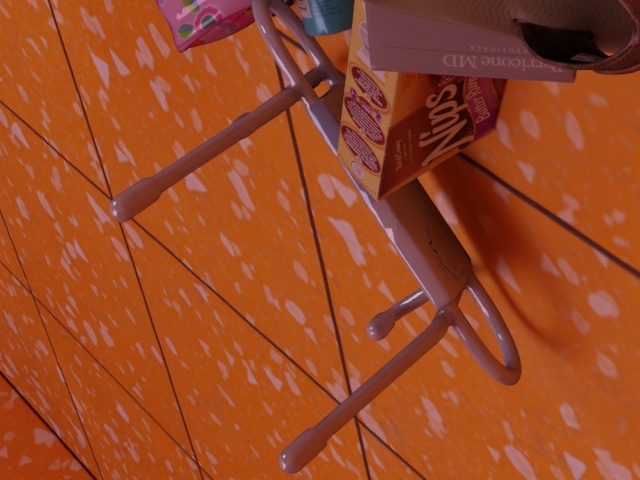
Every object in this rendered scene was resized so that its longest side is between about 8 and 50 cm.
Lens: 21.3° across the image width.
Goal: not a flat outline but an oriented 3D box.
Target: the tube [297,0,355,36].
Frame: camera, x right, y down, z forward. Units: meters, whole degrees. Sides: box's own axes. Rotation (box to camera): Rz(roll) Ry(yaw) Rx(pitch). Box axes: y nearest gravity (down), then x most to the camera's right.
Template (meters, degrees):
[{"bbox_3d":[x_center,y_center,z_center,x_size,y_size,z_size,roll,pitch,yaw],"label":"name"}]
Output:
[{"bbox_3d":[-0.014,-0.251,1.223,0.080,0.052,0.207,8,123,47],"label":"tube"}]

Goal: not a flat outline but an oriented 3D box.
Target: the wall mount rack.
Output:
[{"bbox_3d":[0.000,0.000,1.238,0.350,0.130,0.304,56,-162,-5],"label":"wall mount rack"}]

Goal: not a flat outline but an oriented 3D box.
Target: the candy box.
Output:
[{"bbox_3d":[0.072,-0.115,1.127,0.053,0.109,0.187,48,156,24],"label":"candy box"}]

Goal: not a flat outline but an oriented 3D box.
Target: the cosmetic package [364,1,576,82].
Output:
[{"bbox_3d":[0.085,-0.204,0.921,0.127,0.107,0.238,3,136,12],"label":"cosmetic package"}]

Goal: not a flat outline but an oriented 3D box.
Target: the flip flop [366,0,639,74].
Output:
[{"bbox_3d":[0.135,-0.126,0.854,0.277,0.080,0.112,9,136,10],"label":"flip flop"}]

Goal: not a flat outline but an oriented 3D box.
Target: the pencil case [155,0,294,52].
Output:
[{"bbox_3d":[-0.120,-0.288,1.316,0.284,0.124,0.124,60,159,-8],"label":"pencil case"}]
